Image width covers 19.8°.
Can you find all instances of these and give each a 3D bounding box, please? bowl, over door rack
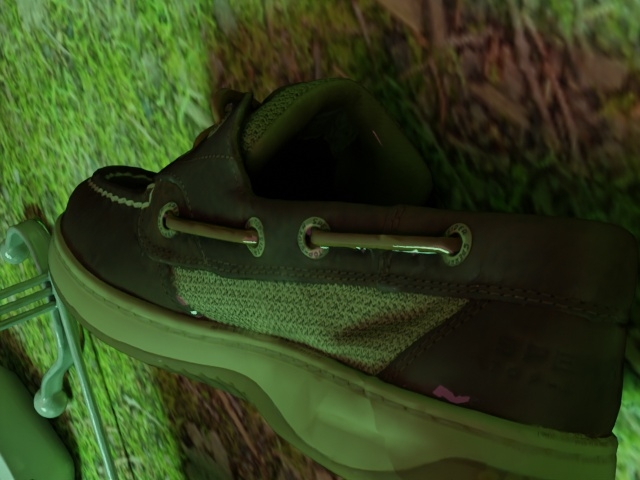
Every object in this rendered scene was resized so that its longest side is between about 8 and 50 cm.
[{"bbox_3d":[-0.212,0.154,1.251,0.142,0.053,0.142,49,150,31],"label":"bowl"},{"bbox_3d":[-0.225,0.179,1.081,0.108,0.239,0.324,-6,105,61],"label":"over door rack"}]

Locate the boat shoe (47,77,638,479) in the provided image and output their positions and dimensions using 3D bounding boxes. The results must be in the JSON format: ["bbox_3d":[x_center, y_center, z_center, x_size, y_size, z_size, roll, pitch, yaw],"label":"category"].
[{"bbox_3d":[0.000,0.000,0.688,0.342,0.123,0.123,25,103,61],"label":"boat shoe"}]

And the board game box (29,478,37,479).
[{"bbox_3d":[-0.082,0.312,0.917,0.302,0.086,0.308,20,128,56],"label":"board game box"}]
